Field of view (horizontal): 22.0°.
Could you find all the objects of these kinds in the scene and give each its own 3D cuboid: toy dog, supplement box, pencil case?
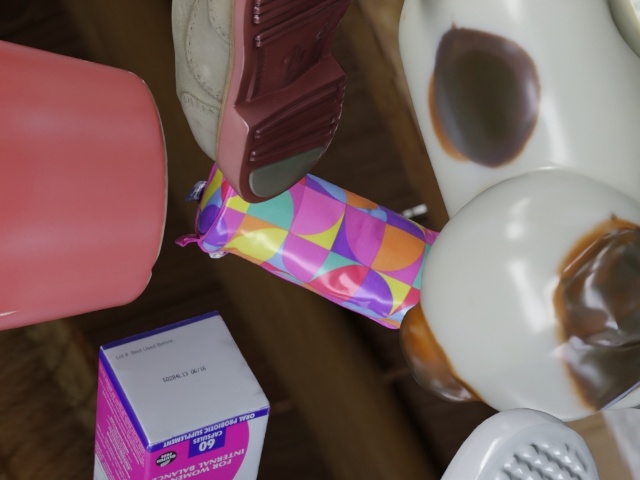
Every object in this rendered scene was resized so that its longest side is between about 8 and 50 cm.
[{"bbox_3d":[0.197,-0.054,1.278,0.395,0.285,0.407,38,-133,-44],"label":"toy dog"},{"bbox_3d":[-0.126,0.182,1.426,0.114,0.111,0.220,58,153,32],"label":"supplement box"},{"bbox_3d":[0.000,0.000,1.412,0.236,0.104,0.104,22,-138,-19],"label":"pencil case"}]

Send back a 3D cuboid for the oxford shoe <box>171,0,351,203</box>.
[{"bbox_3d":[-0.048,-0.180,1.077,0.123,0.348,0.130,-27,-122,-35],"label":"oxford shoe"}]

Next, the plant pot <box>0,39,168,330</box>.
[{"bbox_3d":[-0.267,-0.045,1.306,0.243,0.275,0.274,0,-113,-26],"label":"plant pot"}]

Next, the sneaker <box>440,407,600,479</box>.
[{"bbox_3d":[0.065,0.249,1.053,0.135,0.365,0.150,-1,-154,-33],"label":"sneaker"}]
